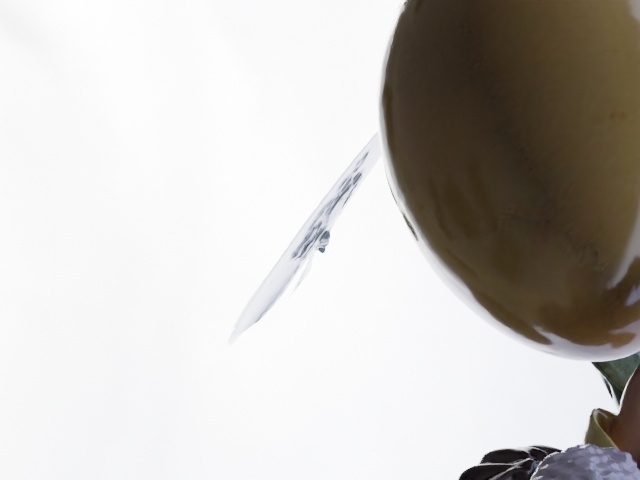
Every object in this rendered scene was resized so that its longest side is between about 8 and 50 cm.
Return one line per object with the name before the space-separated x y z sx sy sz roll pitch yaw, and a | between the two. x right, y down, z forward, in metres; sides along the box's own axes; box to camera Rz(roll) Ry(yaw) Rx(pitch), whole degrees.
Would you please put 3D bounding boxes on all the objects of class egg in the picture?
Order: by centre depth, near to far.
egg | 0.132 -0.053 0.834 0.201 0.201 0.244 -32 -125 41

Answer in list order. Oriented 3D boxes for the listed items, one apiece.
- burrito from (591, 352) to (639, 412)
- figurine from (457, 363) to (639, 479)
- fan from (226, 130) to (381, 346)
burrito | 0.335 0.167 1.571 0.066 0.096 0.309 -35 -108 0
figurine | 0.137 0.141 0.755 0.240 0.174 0.116 -52 -150 22
fan | 0.001 0.001 1.221 0.233 0.012 0.415 -51 176 -9
